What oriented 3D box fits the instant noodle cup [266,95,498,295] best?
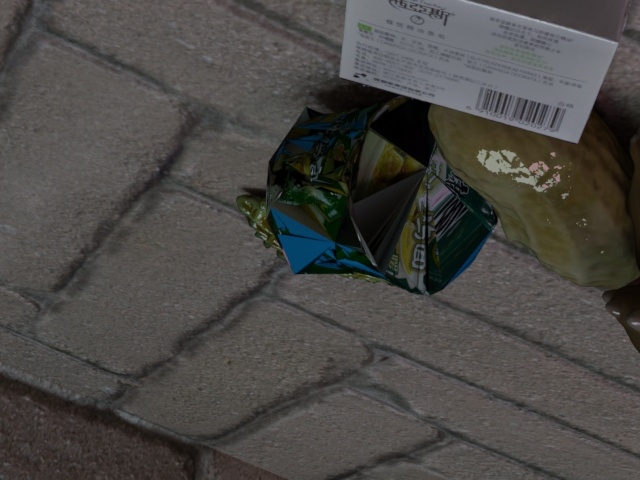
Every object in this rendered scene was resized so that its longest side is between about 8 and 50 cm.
[{"bbox_3d":[0.061,-0.058,1.706,0.240,0.240,0.178,37,158,-35],"label":"instant noodle cup"}]

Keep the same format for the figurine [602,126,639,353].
[{"bbox_3d":[0.381,0.038,1.505,0.177,0.173,0.247,12,128,15],"label":"figurine"}]

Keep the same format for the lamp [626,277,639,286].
[{"bbox_3d":[0.437,0.060,1.754,0.215,0.151,0.223,-13,146,-34],"label":"lamp"}]

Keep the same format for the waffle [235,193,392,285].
[{"bbox_3d":[0.000,0.000,2.052,0.207,0.054,0.214,7,156,32],"label":"waffle"}]

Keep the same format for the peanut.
[{"bbox_3d":[0.260,-0.069,1.610,0.174,0.158,0.340,31,166,48],"label":"peanut"}]

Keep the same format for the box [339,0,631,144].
[{"bbox_3d":[0.156,-0.212,1.422,0.260,0.111,0.194,18,155,5],"label":"box"}]
